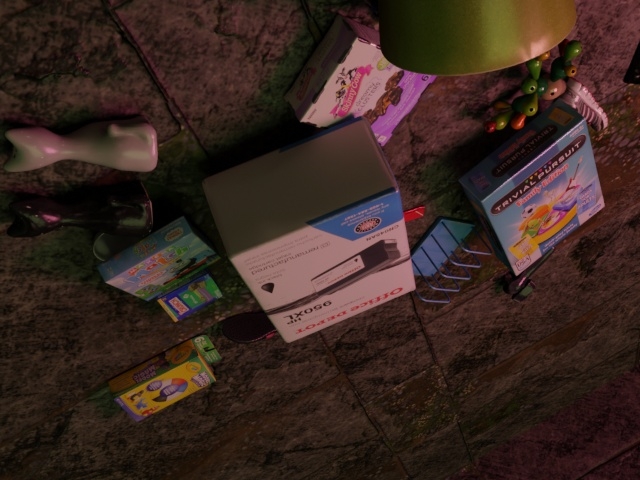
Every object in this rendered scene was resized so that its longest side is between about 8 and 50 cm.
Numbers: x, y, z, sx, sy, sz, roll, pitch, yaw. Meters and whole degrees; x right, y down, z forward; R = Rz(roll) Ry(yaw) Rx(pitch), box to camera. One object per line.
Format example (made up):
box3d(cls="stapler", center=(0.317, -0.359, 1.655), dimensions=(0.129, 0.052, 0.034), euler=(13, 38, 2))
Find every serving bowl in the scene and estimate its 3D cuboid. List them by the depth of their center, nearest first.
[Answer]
box3d(cls="serving bowl", center=(-0.341, -0.002, 1.285), dimensions=(0.083, 0.027, 0.083), euler=(-20, 143, -16))

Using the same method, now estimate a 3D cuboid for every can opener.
box3d(cls="can opener", center=(0.541, 0.073, 1.996), dimensions=(0.073, 0.059, 0.186), euler=(27, 108, -20))

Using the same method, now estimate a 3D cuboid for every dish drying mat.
box3d(cls="dish drying mat", center=(0.181, -0.050, 1.623), dimensions=(0.083, 0.008, 0.032), euler=(-19, 143, -17))

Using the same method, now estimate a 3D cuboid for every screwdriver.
box3d(cls="screwdriver", center=(0.067, -0.365, 1.164), dimensions=(0.170, 0.025, 0.024), euler=(27, 116, -40))

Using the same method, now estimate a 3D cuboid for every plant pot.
box3d(cls="plant pot", center=(0.189, -0.414, 1.011), dimensions=(0.275, 0.275, 0.293), euler=(-24, 128, -10))

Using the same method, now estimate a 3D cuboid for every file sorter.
box3d(cls="file sorter", center=(0.281, 0.048, 1.731), dimensions=(0.118, 0.104, 0.170), euler=(8, 130, -41))

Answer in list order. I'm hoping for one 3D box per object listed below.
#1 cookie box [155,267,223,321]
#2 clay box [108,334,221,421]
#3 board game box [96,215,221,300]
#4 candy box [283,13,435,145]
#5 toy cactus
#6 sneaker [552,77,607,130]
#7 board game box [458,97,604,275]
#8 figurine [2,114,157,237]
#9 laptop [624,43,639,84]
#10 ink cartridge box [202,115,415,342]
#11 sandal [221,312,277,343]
box3d(cls="cookie box", center=(-0.250, 0.096, 1.457), dimensions=(0.107, 0.040, 0.092), euler=(-28, 145, -3))
box3d(cls="clay box", center=(-0.318, 0.291, 1.629), dimensions=(0.222, 0.053, 0.127), euler=(-26, 145, -5))
box3d(cls="board game box", center=(-0.267, 0.036, 1.313), dimensions=(0.160, 0.039, 0.211), euler=(-30, 166, -1))
box3d(cls="candy box", center=(0.067, -0.252, 1.245), dimensions=(0.196, 0.070, 0.165), euler=(9, 129, -42))
box3d(cls="toy cactus", center=(0.404, -0.291, 1.443), dimensions=(0.180, 0.112, 0.219), euler=(-14, 143, -53))
box3d(cls="sneaker", center=(0.526, -0.264, 1.574), dimensions=(0.075, 0.063, 0.170), euler=(-43, 138, 16))
box3d(cls="board game box", center=(0.449, -0.097, 1.600), dimensions=(0.254, 0.079, 0.336), euler=(-39, 143, 2))
box3d(cls="figurine", center=(-0.354, -0.089, 1.129), dimensions=(0.210, 0.092, 0.214), euler=(-7, 137, -24))
box3d(cls="laptop", center=(0.775, -0.446, 1.578), dimensions=(0.265, 0.136, 0.234), euler=(2, 138, -2))
box3d(cls="ink cartridge box", center=(0.000, 0.000, 1.360), dimensions=(0.286, 0.166, 0.395), euler=(-22, 152, 0))
box3d(cls="sandal", center=(-0.124, 0.184, 1.637), dimensions=(0.179, 0.067, 0.040), euler=(-11, 151, -29))
